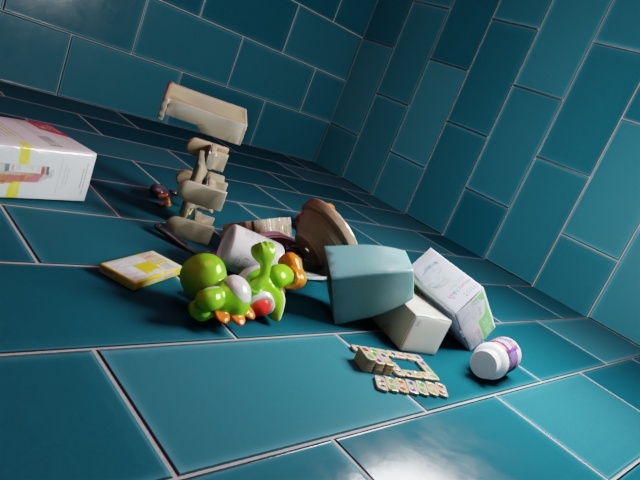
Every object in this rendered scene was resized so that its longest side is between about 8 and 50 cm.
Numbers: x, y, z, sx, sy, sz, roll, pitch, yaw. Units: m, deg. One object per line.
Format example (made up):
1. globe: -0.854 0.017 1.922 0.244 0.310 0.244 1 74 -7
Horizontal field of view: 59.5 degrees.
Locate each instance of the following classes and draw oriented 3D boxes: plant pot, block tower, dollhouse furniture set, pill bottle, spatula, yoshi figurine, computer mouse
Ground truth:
1. plant pot: 0.140 0.112 1.595 0.234 0.166 0.166 -7 32 -4
2. plant pot: 0.000 0.000 1.704 0.109 0.237 0.237 -38 49 -21
3. block tower: -0.204 -0.025 1.888 0.097 0.091 0.335 -5 4 23
4. dollhouse furniture set: -0.419 -0.258 1.786 0.256 0.394 0.362 17 28 -17
5. pill bottle: -0.174 0.054 1.620 0.229 0.131 0.131 24 13 -22
6. pill bottle: 0.510 0.347 1.642 0.108 0.108 0.193 31 17 31
7. spatula: -0.373 0.022 1.653 0.296 0.030 0.084 26 17 13
8. yoshi figurine: -0.205 0.092 1.384 0.202 0.204 0.362 12 11 28
9. computer mouse: -0.554 -0.183 2.049 0.071 0.041 0.242 15 7 6

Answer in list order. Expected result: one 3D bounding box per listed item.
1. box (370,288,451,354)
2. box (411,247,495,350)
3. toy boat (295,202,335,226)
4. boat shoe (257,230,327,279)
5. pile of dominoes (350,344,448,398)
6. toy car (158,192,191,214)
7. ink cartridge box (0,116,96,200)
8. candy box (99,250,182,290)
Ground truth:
1. box: 0.239 0.208 1.710 0.147 0.121 0.311 15 17 -29
2. box: 0.410 0.191 1.772 0.231 0.126 0.262 41 -11 42
3. toy boat: 0.018 -0.086 2.366 0.231 0.151 0.151 24 15 5
4. boat shoe: -0.087 0.054 1.778 0.335 0.121 0.119 10 19 -40
5. pile of dominoes: 0.208 0.322 1.429 0.251 0.040 0.196 14 17 -28
6. toy car: -0.504 -0.124 1.937 0.121 0.060 0.041 14 47 -6
7. ink cartridge box: -0.887 -0.239 1.566 0.279 0.161 0.384 30 17 29
8. candy box: -0.439 0.071 1.391 0.105 0.027 0.206 24 14 14
